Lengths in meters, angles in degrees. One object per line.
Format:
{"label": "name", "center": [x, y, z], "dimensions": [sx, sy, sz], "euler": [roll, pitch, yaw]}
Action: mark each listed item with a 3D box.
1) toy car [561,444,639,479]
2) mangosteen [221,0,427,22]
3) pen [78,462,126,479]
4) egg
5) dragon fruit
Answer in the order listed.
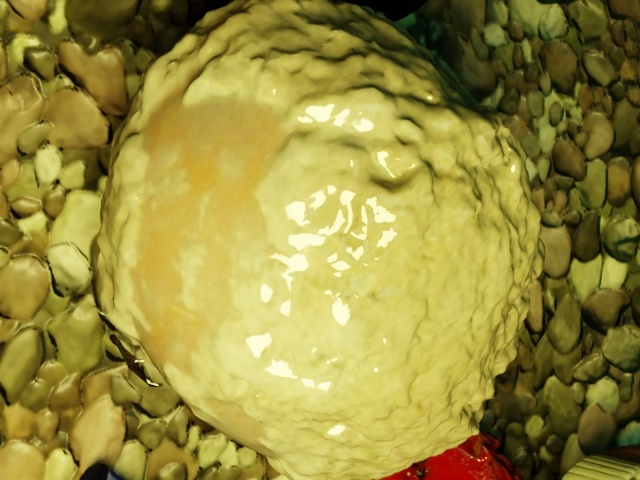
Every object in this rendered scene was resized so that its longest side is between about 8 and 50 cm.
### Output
{"label": "toy car", "center": [0.222, 0.259, 1.068], "dimensions": [0.235, 0.145, 0.235], "euler": [-13, 107, -49]}
{"label": "mangosteen", "center": [-0.013, -0.213, 0.881], "dimensions": [0.231, 0.194, 0.194], "euler": [-28, 110, -9]}
{"label": "pen", "center": [-0.062, 0.229, 0.948], "dimensions": [0.269, 0.033, 0.033], "euler": [42, 67, -31]}
{"label": "egg", "center": [0.000, 0.000, 0.846], "dimensions": [0.279, 0.279, 0.310], "euler": [-47, 133, -27]}
{"label": "dragon fruit", "center": [0.068, 0.147, 1.038], "dimensions": [0.192, 0.122, 0.092], "euler": [50, 24, -24]}
